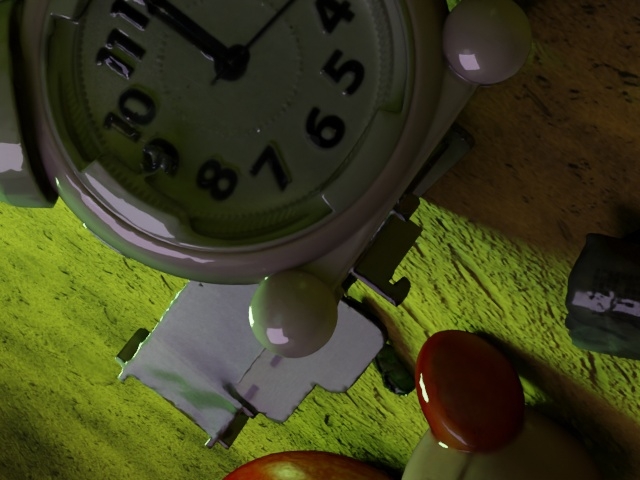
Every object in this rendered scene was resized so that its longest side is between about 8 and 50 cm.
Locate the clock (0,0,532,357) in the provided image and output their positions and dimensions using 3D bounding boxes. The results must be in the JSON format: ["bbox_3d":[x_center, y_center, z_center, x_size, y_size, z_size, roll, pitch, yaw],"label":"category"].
[{"bbox_3d":[-0.064,-0.125,1.265,0.325,0.342,0.184,34,180,-5],"label":"clock"}]

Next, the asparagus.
[{"bbox_3d":[0.059,0.111,1.953,0.036,0.030,0.165,30,160,43],"label":"asparagus"}]

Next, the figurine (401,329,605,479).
[{"bbox_3d":[0.175,0.268,1.824,0.211,0.270,0.261,19,162,26],"label":"figurine"}]

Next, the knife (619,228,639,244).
[{"bbox_3d":[0.254,-0.002,1.446,0.023,0.010,0.170,44,160,-2],"label":"knife"}]

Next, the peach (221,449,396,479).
[{"bbox_3d":[-0.004,0.437,2.299,0.370,0.370,0.370,31,158,14],"label":"peach"}]

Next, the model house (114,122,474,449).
[{"bbox_3d":[0.000,0.000,1.549,0.169,0.244,0.326,35,126,-3],"label":"model house"}]

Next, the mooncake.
[{"bbox_3d":[0.259,0.050,1.448,0.125,0.073,0.130,17,161,19],"label":"mooncake"}]
